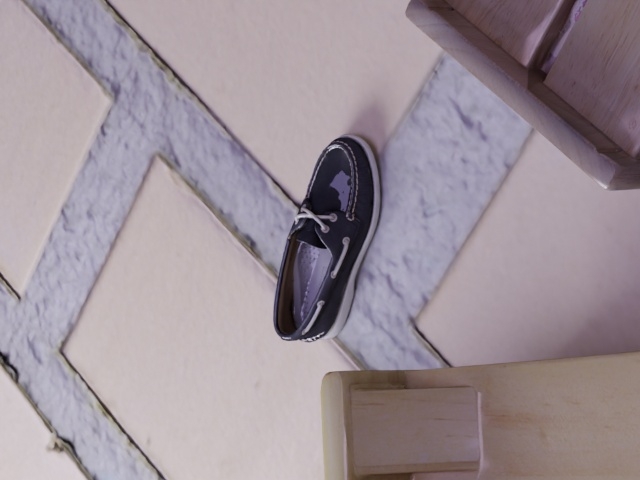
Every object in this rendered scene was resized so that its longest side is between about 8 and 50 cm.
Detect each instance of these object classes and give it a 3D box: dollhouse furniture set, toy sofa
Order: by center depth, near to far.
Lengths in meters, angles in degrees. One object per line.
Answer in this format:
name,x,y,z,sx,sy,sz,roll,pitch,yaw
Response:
dollhouse furniture set,0.178,-0.200,0.758,0.355,0.174,0.303,47,123,34
toy sofa,0.186,0.117,0.792,0.363,0.177,0.150,-9,82,41

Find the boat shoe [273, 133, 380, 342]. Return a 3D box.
boat shoe,0.000,0.000,1.044,0.046,0.038,0.125,28,112,36
